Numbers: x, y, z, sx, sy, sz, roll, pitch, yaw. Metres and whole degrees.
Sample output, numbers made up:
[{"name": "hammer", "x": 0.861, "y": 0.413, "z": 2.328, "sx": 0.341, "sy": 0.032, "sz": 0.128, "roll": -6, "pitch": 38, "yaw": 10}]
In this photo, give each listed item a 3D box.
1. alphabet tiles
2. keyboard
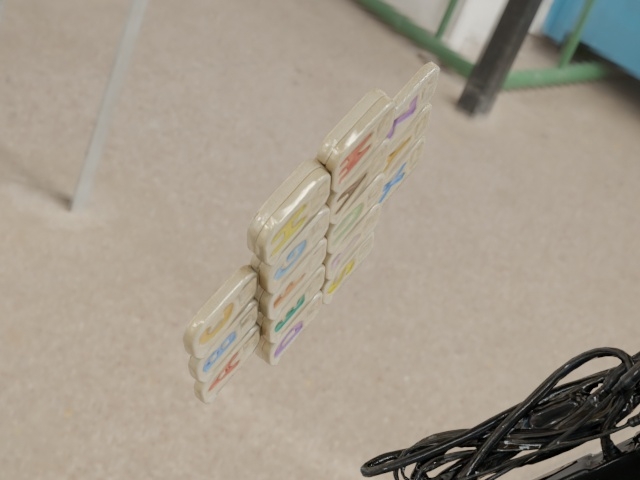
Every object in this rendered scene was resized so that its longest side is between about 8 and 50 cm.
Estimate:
[{"name": "alphabet tiles", "x": 0.000, "y": 0.000, "z": 1.020, "sx": 0.021, "sy": 0.284, "sz": 0.278, "roll": 38, "pitch": 71, "yaw": 13}, {"name": "keyboard", "x": 0.090, "y": 0.067, "z": 0.375, "sx": 0.100, "sy": 0.192, "sz": 0.038, "roll": 54, "pitch": 19, "yaw": -20}]
